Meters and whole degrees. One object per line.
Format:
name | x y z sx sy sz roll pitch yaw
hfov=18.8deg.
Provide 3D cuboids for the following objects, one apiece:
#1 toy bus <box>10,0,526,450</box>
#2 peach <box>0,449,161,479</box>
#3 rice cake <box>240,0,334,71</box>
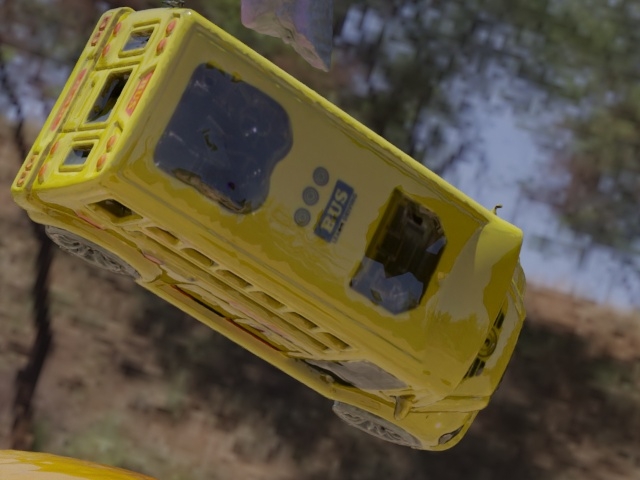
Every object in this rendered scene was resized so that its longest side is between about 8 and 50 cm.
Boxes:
toy bus | 0.000 0.000 1.119 0.330 0.144 0.152 32 -16 -26
peach | -0.077 0.202 0.614 0.308 0.289 0.289 -22 -28 23
rice cake | -0.016 -0.298 1.325 0.056 0.365 0.073 0 -4 27
